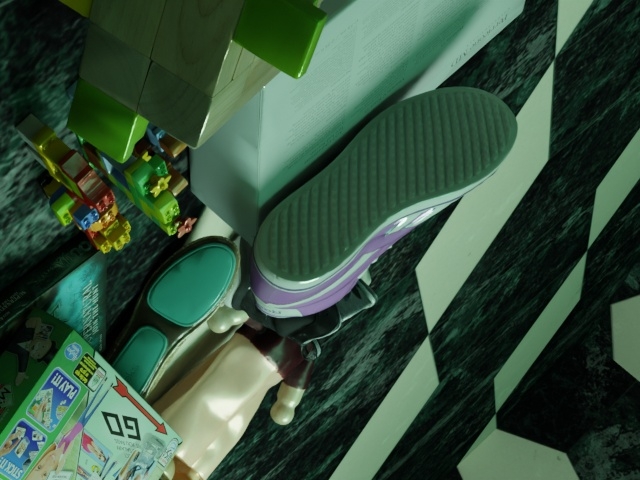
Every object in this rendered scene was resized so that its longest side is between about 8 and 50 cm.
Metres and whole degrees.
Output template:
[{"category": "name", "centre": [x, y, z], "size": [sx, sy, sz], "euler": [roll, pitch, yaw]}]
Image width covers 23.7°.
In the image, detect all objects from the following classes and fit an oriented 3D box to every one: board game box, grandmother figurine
[{"category": "board game box", "centre": [-0.238, 0.210, 1.338], "size": [0.213, 0.046, 0.317], "euler": [-58, 158, -14]}, {"category": "grandmother figurine", "centre": [-0.071, 0.126, 1.707], "size": [0.342, 0.104, 0.208], "euler": [-47, 149, -15]}, {"category": "board game box", "centre": [-0.239, 0.081, 1.316], "size": [0.126, 0.026, 0.186], "euler": [-40, 161, -27]}]

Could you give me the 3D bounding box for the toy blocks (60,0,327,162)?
[{"category": "toy blocks", "centre": [-0.018, -0.246, 0.977], "size": [0.261, 0.190, 0.381], "euler": [-49, 168, -44]}]

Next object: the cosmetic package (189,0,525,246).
[{"category": "cosmetic package", "centre": [0.047, -0.198, 1.310], "size": [0.377, 0.097, 0.284], "euler": [-42, 161, -22]}]

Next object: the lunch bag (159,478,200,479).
[{"category": "lunch bag", "centre": [-0.189, 0.280, 1.787], "size": [0.098, 0.065, 0.067], "euler": [-54, 142, 8]}]

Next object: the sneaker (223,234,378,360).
[{"category": "sneaker", "centre": [0.000, 0.000, 1.514], "size": [0.101, 0.153, 0.268], "euler": [-30, 154, -47]}]

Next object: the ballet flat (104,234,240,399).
[{"category": "ballet flat", "centre": [-0.150, 0.071, 1.476], "size": [0.206, 0.073, 0.067], "euler": [-50, -170, 11]}]

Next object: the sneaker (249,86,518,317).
[{"category": "sneaker", "centre": [0.048, -0.030, 1.383], "size": [0.282, 0.102, 0.161], "euler": [-31, 163, -17]}]

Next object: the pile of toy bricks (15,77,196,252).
[{"category": "pile of toy bricks", "centre": [-0.141, -0.042, 1.161], "size": [0.118, 0.105, 0.212], "euler": [-45, 162, -13]}]
